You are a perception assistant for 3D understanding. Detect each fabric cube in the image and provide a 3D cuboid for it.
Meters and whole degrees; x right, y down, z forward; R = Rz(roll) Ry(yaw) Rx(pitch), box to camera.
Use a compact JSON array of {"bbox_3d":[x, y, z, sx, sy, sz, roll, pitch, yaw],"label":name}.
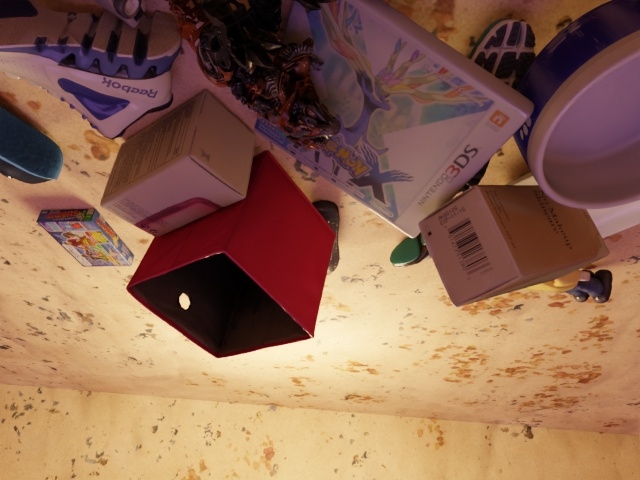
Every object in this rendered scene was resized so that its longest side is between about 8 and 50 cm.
[{"bbox_3d":[-0.155,0.035,0.948,0.258,0.258,0.254,-19,130,31],"label":"fabric cube"}]

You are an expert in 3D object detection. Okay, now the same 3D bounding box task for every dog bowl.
[{"bbox_3d":[0.390,-0.167,0.635,0.264,0.104,0.265,-5,139,-4],"label":"dog bowl"}]

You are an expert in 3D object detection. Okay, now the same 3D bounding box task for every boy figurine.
[{"bbox_3d":[0.509,0.073,1.124,0.284,0.092,0.177,18,171,-14],"label":"boy figurine"}]

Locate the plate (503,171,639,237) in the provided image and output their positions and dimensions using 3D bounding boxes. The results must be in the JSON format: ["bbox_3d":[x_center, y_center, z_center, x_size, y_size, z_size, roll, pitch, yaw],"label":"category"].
[{"bbox_3d":[0.491,-0.087,0.922,0.277,0.045,0.277,25,143,-30],"label":"plate"}]

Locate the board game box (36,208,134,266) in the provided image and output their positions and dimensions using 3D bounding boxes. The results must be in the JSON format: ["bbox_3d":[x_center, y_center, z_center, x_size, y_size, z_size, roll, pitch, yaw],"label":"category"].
[{"bbox_3d":[-0.554,-0.001,1.182,0.136,0.035,0.201,-1,147,7],"label":"board game box"}]

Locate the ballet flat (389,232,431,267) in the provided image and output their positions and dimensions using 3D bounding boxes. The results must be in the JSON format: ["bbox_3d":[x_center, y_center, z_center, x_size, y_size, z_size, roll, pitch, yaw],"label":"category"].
[{"bbox_3d":[0.235,0.010,1.082,0.074,0.074,0.203,19,142,-22],"label":"ballet flat"}]

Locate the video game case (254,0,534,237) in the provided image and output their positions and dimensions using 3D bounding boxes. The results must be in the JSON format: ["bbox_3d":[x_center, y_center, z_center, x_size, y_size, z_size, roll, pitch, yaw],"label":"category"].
[{"bbox_3d":[0.074,-0.175,0.715,0.328,0.036,0.300,35,144,1],"label":"video game case"}]

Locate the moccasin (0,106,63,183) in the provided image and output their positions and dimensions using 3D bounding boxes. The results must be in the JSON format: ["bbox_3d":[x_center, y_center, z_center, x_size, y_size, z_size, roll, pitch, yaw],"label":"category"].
[{"bbox_3d":[-0.598,-0.187,0.807,0.116,0.138,0.342,-7,145,25],"label":"moccasin"}]

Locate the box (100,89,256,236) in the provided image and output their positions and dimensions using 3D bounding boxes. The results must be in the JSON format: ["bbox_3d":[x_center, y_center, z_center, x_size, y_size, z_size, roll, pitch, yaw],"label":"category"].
[{"bbox_3d":[-0.243,-0.123,0.853,0.232,0.149,0.126,-18,142,32],"label":"box"}]

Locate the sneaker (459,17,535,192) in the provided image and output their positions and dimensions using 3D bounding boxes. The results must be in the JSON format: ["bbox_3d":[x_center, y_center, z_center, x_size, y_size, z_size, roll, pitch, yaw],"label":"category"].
[{"bbox_3d":[0.212,-0.195,0.728,0.106,0.110,0.275,-3,139,-17],"label":"sneaker"}]

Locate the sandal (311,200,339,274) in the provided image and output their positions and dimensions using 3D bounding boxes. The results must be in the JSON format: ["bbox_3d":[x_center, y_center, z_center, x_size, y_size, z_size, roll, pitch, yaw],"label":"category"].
[{"bbox_3d":[0.001,0.000,1.117,0.096,0.055,0.255,2,138,-10],"label":"sandal"}]

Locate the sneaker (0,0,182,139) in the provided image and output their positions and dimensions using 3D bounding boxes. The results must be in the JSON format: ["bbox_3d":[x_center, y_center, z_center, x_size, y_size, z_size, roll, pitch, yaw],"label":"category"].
[{"bbox_3d":[-0.355,-0.233,0.713,0.315,0.128,0.182,6,145,-6],"label":"sneaker"}]

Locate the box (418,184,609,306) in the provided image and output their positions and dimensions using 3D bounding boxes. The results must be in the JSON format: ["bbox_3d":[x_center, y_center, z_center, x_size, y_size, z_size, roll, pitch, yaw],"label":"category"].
[{"bbox_3d":[0.317,-0.001,0.792,0.310,0.148,0.121,-7,159,-41],"label":"box"}]

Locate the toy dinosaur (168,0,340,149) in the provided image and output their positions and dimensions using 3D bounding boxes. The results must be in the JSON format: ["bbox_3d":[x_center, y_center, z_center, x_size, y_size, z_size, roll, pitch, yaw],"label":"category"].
[{"bbox_3d":[-0.102,-0.242,0.633,0.321,0.165,0.218,20,165,-19],"label":"toy dinosaur"}]

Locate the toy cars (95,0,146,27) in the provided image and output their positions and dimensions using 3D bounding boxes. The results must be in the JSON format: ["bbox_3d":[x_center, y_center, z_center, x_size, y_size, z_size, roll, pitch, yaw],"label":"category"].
[{"bbox_3d":[-0.313,-0.389,0.492,0.176,0.087,0.393,32,174,47],"label":"toy cars"}]
